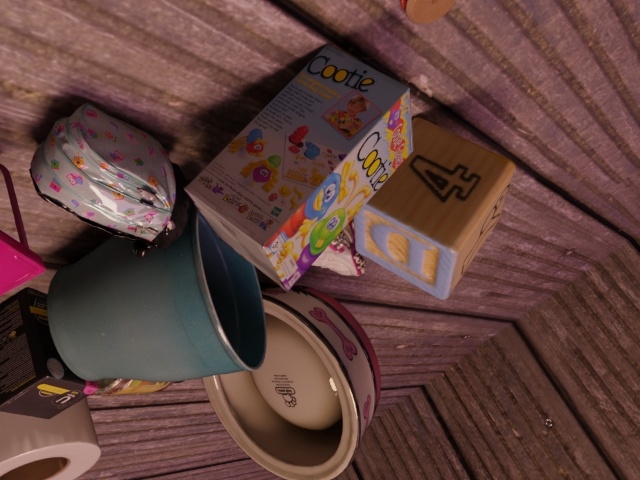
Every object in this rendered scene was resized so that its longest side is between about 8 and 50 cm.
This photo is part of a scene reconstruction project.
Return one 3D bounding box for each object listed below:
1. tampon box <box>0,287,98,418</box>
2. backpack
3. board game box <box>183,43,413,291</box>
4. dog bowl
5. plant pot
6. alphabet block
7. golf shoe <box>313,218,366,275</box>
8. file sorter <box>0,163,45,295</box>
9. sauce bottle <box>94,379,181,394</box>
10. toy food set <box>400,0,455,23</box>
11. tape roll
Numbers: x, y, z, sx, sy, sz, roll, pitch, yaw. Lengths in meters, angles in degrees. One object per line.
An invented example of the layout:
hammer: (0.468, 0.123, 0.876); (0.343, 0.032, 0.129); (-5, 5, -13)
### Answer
tampon box: (-0.443, 0.179, 0.976); (0.101, 0.161, 0.120); (-32, 152, 6)
backpack: (-0.254, -0.080, 0.762); (0.115, 0.152, 0.182); (-44, 136, 17)
board game box: (-0.017, -0.096, 0.826); (0.275, 0.144, 0.142); (-48, 155, -13)
dog bowl: (-0.055, 0.272, 1.260); (0.150, 0.408, 0.408); (-27, 160, -49)
plant pot: (-0.245, 0.092, 0.932); (0.255, 0.271, 0.271); (-16, 153, 8)
alphabet block: (0.187, -0.052, 1.057); (0.197, 0.193, 0.192); (-52, 160, -21)
golf shoe: (0.000, 0.000, 1.165); (0.140, 0.115, 0.306); (-8, 160, 17)
file sorter: (-0.449, -0.047, 0.578); (0.202, 0.182, 0.290); (-29, 153, -2)
sauce bottle: (-0.338, 0.236, 1.189); (0.111, 0.111, 0.344); (-30, 166, 3)
toy food set: (0.147, -0.324, 0.825); (0.083, 0.020, 0.083); (-32, 152, 6)
tape roll: (-0.557, 0.364, 1.168); (0.246, 0.169, 0.246); (-21, 152, -12)
